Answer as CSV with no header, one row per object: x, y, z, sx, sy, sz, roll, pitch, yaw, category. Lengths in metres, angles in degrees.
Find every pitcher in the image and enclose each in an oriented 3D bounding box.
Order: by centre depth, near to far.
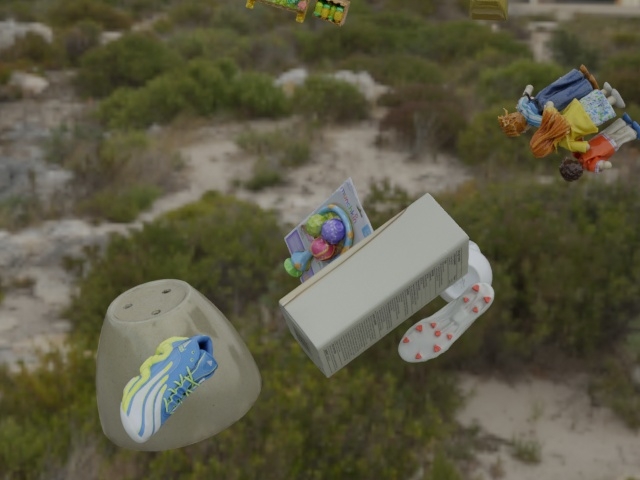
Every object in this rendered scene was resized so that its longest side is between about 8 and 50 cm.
0.316,0.097,2.442,0.126,0.177,0.207,-13,5,10,pitcher

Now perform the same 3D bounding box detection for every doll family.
0.373,-0.201,1.772,0.163,0.118,0.263,-34,37,3,doll family

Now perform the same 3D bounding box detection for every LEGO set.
-0.085,-0.415,1.662,0.132,0.287,0.107,-38,-9,2,LEGO set

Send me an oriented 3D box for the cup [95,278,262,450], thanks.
-0.303,0.217,2.197,0.331,0.237,0.331,-12,24,5,cup

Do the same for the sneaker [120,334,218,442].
-0.250,0.235,1.902,0.126,0.091,0.240,-25,27,28,sneaker

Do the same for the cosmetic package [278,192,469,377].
0.094,0.077,1.866,0.309,0.113,0.160,-36,-23,-11,cosmetic package

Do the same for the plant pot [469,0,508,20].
0.349,-0.509,2.334,0.081,0.081,0.083,4,-4,12,plant pot

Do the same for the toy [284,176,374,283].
0.000,0.000,2.110,0.056,0.136,0.237,-8,-24,-37,toy

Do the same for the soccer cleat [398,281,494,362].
0.219,0.144,1.931,0.196,0.068,0.076,-38,-10,1,soccer cleat
